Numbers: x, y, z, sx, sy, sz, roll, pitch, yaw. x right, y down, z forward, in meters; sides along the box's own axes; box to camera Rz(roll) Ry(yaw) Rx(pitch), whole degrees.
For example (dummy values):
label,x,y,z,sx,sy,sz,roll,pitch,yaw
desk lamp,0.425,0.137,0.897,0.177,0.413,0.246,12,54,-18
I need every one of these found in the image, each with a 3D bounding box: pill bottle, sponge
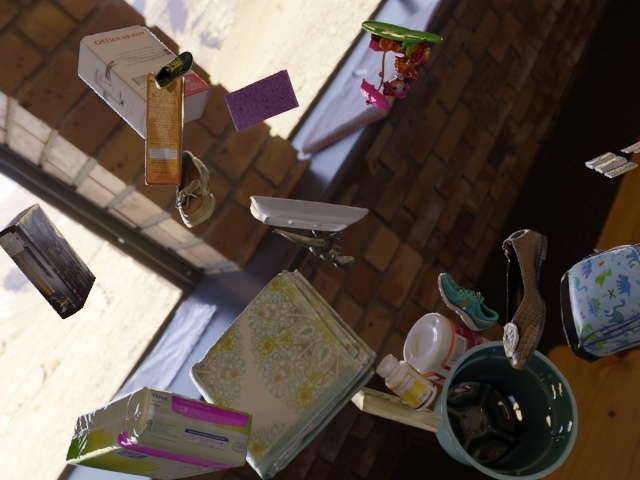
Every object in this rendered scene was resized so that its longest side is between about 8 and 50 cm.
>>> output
label,x,y,z,sx,sy,sz,roll,pitch,yaw
pill bottle,0.171,0.283,1.203,0.065,0.116,0.065,-49,4,4
sponge,-0.176,-0.421,1.799,0.210,0.117,0.031,-19,8,15
pill bottle,0.513,0.432,2.138,0.224,0.392,0.224,-47,27,32

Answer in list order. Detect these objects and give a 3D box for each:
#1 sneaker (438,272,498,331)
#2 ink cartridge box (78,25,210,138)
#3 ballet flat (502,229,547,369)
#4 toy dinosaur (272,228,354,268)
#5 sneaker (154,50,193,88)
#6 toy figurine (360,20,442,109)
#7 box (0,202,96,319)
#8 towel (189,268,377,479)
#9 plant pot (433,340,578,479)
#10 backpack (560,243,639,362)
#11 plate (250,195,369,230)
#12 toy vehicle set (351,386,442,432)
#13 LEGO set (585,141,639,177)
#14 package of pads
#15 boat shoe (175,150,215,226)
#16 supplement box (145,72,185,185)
label,x,y,z,sx,sy,sz,roll,pitch,yaw
sneaker,0.527,0.208,2.143,0.110,0.275,0.107,-34,20,40
ink cartridge box,-0.469,-0.426,1.589,0.207,0.283,0.117,-34,-18,-43
ballet flat,0.284,0.073,0.857,0.084,0.058,0.250,111,-179,-50
toy dinosaur,0.000,0.000,1.773,0.118,0.268,0.064,-55,14,33
sneaker,-0.252,-0.294,1.030,0.083,0.031,0.035,-46,4,1
toy figurine,0.147,-0.344,1.210,0.130,0.173,0.159,-122,38,-51
box,-0.609,0.042,1.344,0.056,0.231,0.183,-31,22,0
towel,-0.090,0.291,1.352,0.374,0.090,0.320,-47,59,6
plant pot,0.466,0.480,1.635,0.341,0.341,0.334,-59,-11,-20
backpack,0.823,0.147,1.610,0.355,0.273,0.290,-22,51,46
plate,-0.039,-0.060,1.499,0.278,0.277,0.045,150,126,-82
toy vehicle set,0.160,0.377,1.361,0.267,0.166,0.035,115,172,-81
LEGO set,0.906,-0.268,1.712,0.244,0.060,0.182,-25,16,9
package of pads,-0.291,0.362,1.095,0.296,0.229,0.101,-28,47,40
boat shoe,-0.364,-0.145,1.675,0.104,0.089,0.285,-27,40,3
supplement box,-0.334,-0.238,1.287,0.078,0.080,0.233,-125,37,-73
